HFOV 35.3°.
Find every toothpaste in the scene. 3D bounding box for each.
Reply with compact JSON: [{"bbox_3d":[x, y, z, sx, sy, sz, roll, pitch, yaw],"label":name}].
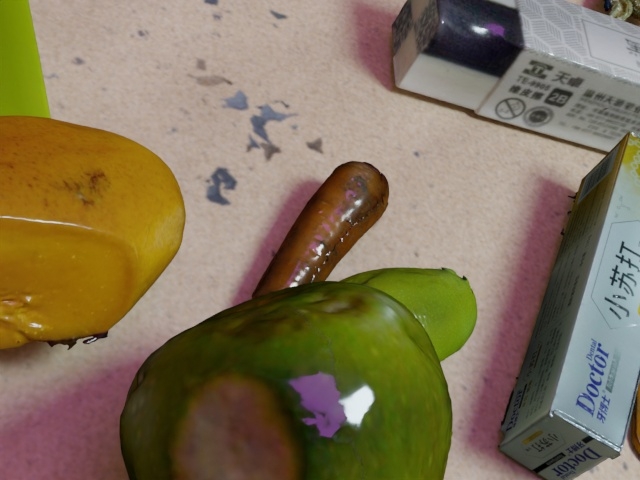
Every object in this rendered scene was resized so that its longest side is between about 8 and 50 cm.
[{"bbox_3d":[0.226,0.044,0.818,0.071,0.089,0.313,31,52,-3],"label":"toothpaste"}]

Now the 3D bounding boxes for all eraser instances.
[{"bbox_3d":[0.270,-0.155,0.984,0.403,0.098,0.096,14,51,-18],"label":"eraser"}]

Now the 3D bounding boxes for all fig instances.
[{"bbox_3d":[-0.004,0.168,0.587,0.206,0.206,0.275,-20,94,-35],"label":"fig"}]

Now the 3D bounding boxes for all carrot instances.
[{"bbox_3d":[0.000,0.000,0.774,0.055,0.055,0.161,37,56,1],"label":"carrot"}]

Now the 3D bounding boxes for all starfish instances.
[{"bbox_3d":[0.379,-0.289,1.160,0.175,0.053,0.208,13,56,-18],"label":"starfish"}]

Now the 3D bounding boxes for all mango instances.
[{"bbox_3d":[-0.188,-0.009,0.637,0.154,0.126,0.252,37,37,28],"label":"mango"},{"bbox_3d":[0.057,0.058,0.743,0.165,0.074,0.091,-24,68,-37],"label":"mango"}]

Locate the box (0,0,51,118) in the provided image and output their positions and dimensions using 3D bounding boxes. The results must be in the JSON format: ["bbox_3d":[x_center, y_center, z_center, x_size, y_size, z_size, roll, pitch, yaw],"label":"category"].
[{"bbox_3d":[-0.368,-0.140,0.692,0.335,0.047,0.187,-2,59,-28],"label":"box"}]

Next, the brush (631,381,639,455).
[{"bbox_3d":[0.295,0.061,0.898,0.090,0.017,0.314,22,51,-11],"label":"brush"}]
